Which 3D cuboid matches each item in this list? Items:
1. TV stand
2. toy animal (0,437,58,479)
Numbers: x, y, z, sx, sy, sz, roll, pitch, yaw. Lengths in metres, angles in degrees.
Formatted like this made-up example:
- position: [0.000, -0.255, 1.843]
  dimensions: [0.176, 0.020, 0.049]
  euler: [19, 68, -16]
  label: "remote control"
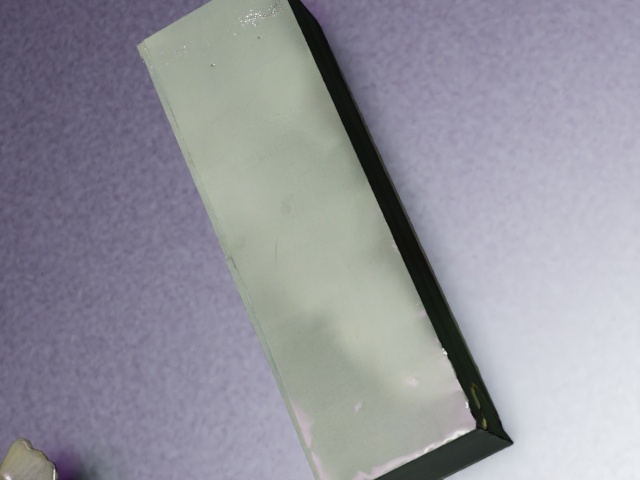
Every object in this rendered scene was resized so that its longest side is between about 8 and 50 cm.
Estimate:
- position: [0.000, 0.000, 0.737]
  dimensions: [0.088, 0.083, 0.269]
  euler: [-27, 68, 11]
  label: "TV stand"
- position: [-0.218, 0.151, 0.761]
  dimensions: [0.155, 0.095, 0.219]
  euler: [-13, 62, -17]
  label: "toy animal"
